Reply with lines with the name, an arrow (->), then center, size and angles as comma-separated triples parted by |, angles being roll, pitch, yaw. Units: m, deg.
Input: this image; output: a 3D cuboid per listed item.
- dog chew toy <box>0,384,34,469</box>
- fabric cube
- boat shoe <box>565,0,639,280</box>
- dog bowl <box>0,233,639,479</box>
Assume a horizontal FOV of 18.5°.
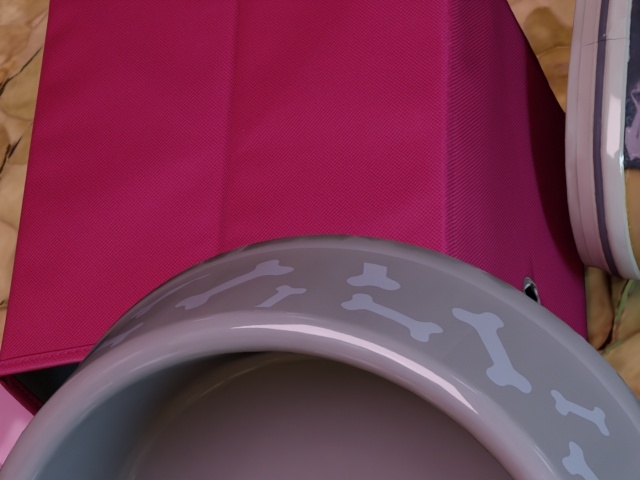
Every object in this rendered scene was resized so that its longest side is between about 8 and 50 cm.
dog chew toy -> -0.232, 0.200, 1.140 | 0.332, 0.206, 0.206 | -43, 53, -14
fabric cube -> 0.000, 0.000, 1.109 | 0.259, 0.254, 0.258 | -10, 56, 20
boat shoe -> 0.244, -0.212, 1.173 | 0.156, 0.187, 0.500 | 0, 66, 19
dog bowl -> -0.003, 0.176, 0.892 | 0.349, 0.102, 0.348 | 3, 98, 20
